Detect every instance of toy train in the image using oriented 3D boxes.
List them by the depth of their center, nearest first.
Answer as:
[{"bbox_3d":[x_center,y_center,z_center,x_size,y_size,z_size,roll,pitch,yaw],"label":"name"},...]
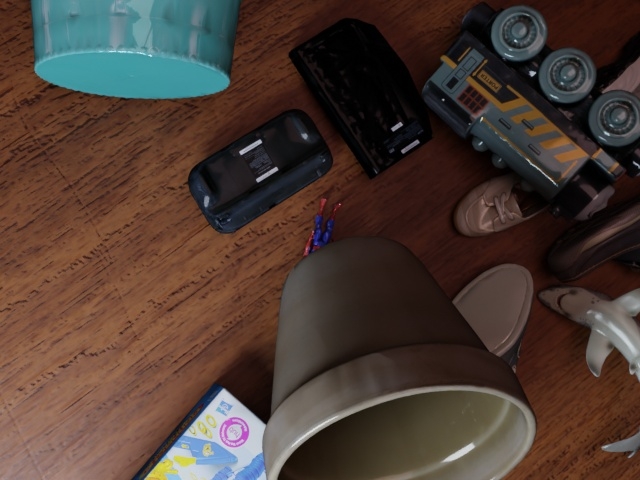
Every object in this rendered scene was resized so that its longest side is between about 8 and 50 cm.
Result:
[{"bbox_3d":[0.301,-0.179,1.335,0.334,0.142,0.190,43,96,7],"label":"toy train"}]

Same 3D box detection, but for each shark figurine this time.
[{"bbox_3d":[0.452,0.171,1.396,0.166,0.116,0.278,-25,82,20],"label":"shark figurine"}]

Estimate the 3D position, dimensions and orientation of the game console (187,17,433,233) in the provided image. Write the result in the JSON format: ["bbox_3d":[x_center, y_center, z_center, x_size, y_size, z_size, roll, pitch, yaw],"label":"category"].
[{"bbox_3d":[-0.023,-0.151,1.327,0.361,0.044,0.213,-33,90,-16],"label":"game console"}]

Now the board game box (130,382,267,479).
[{"bbox_3d":[-0.120,0.401,1.245,0.308,0.086,0.302,42,77,-7],"label":"board game box"}]

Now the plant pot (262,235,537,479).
[{"bbox_3d":[0.071,0.158,1.192,0.323,0.323,0.280,-3,49,-13],"label":"plant pot"}]

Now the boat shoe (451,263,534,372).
[{"bbox_3d":[0.218,0.182,1.354,0.320,0.116,0.099,-62,143,-17],"label":"boat shoe"}]

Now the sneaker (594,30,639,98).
[{"bbox_3d":[0.505,-0.255,1.447,0.271,0.100,0.108,-41,104,-7],"label":"sneaker"}]

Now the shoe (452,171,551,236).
[{"bbox_3d":[0.292,-0.068,1.393,0.219,0.058,0.077,-25,91,-14],"label":"shoe"}]

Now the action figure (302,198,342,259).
[{"bbox_3d":[0.000,0.000,1.337,0.038,0.030,0.115,17,84,-16],"label":"action figure"}]

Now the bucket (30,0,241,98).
[{"bbox_3d":[-0.228,-0.289,1.188,0.281,0.281,0.183,3,86,-13],"label":"bucket"}]

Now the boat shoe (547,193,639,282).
[{"bbox_3d":[0.502,-0.012,1.401,0.355,0.132,0.130,-26,91,-13],"label":"boat shoe"}]
